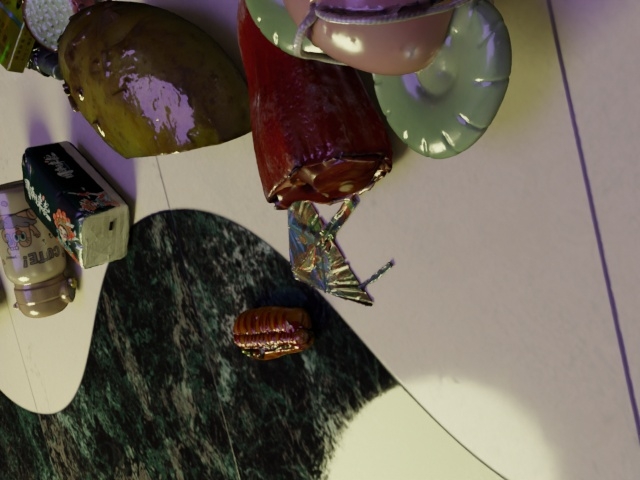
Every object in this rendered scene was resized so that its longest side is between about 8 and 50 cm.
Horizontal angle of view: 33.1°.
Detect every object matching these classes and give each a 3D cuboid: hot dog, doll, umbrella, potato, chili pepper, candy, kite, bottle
[{"bbox_3d":[-0.056,0.106,1.234,0.144,0.038,0.062,-9,98,53],"label":"hot dog"},{"bbox_3d":[0.032,-0.211,0.834,0.284,0.216,0.268,40,140,26],"label":"doll"},{"bbox_3d":[-0.414,-0.273,1.524,0.236,0.059,0.066,31,149,39],"label":"umbrella"},{"bbox_3d":[-0.189,-0.171,1.201,0.298,0.141,0.176,33,139,41],"label":"potato"},{"bbox_3d":[-0.023,-0.154,1.037,0.136,0.144,0.252,-22,74,12],"label":"chili pepper"},{"bbox_3d":[-0.336,-0.292,1.391,0.103,0.043,0.103,12,124,19],"label":"candy"},{"bbox_3d":[0.000,0.000,1.139,0.182,0.010,0.160,59,142,17],"label":"kite"},{"bbox_3d":[-0.433,0.013,1.647,0.110,0.097,0.209,-8,103,10],"label":"bottle"}]

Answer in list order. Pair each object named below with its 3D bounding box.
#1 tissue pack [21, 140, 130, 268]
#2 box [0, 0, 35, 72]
[{"bbox_3d":[-0.340,-0.052,1.492,0.170,0.091,0.103,44,139,34],"label":"tissue pack"},{"bbox_3d":[-0.410,-0.340,1.460,0.121,0.030,0.193,42,117,33],"label":"box"}]
